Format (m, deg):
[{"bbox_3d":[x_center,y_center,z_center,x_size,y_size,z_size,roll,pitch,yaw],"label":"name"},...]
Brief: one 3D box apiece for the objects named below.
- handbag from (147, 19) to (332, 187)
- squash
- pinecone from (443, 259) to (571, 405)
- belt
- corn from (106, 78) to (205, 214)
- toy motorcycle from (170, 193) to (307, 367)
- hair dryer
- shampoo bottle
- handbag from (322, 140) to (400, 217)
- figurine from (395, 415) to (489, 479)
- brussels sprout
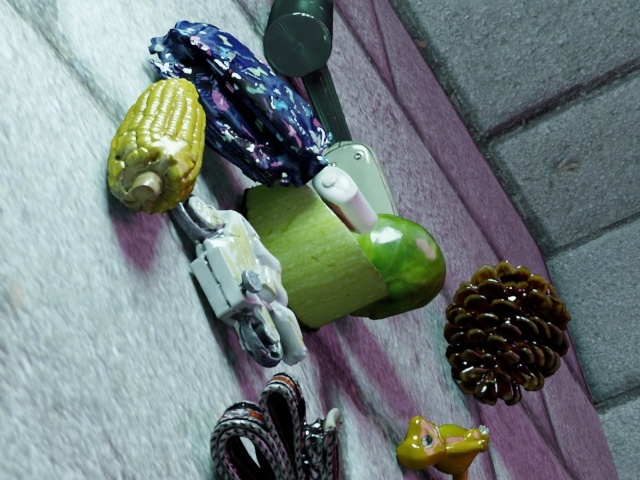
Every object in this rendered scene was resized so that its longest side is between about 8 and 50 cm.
[{"bbox_3d":[-0.102,-0.168,1.635,0.260,0.113,0.162,44,13,-5],"label":"handbag"},{"bbox_3d":[-0.009,0.000,1.737,0.220,0.133,0.220,57,11,-17],"label":"squash"},{"bbox_3d":[0.333,0.188,2.426,0.246,0.246,0.292,59,33,-19],"label":"pinecone"},{"bbox_3d":[0.001,0.308,1.290,0.094,0.126,0.359,-41,111,-84],"label":"belt"},{"bbox_3d":[-0.169,-0.104,1.403,0.097,0.097,0.261,58,15,-22],"label":"corn"},{"bbox_3d":[-0.088,0.042,1.486,0.228,0.074,0.151,58,19,12],"label":"toy motorcycle"},{"bbox_3d":[-0.004,-0.288,2.290,0.244,0.116,0.302,-82,155,-64],"label":"hair dryer"},{"bbox_3d":[0.028,-0.054,1.683,0.072,0.043,0.099,36,-10,36],"label":"shampoo bottle"},{"bbox_3d":[0.095,-0.057,2.196,0.315,0.109,0.241,6,66,-75],"label":"handbag"},{"bbox_3d":[0.167,0.319,1.901,0.176,0.121,0.122,18,75,-52],"label":"figurine"},{"bbox_3d":[0.086,0.037,1.877,0.161,0.181,0.144,56,21,-69],"label":"brussels sprout"}]
